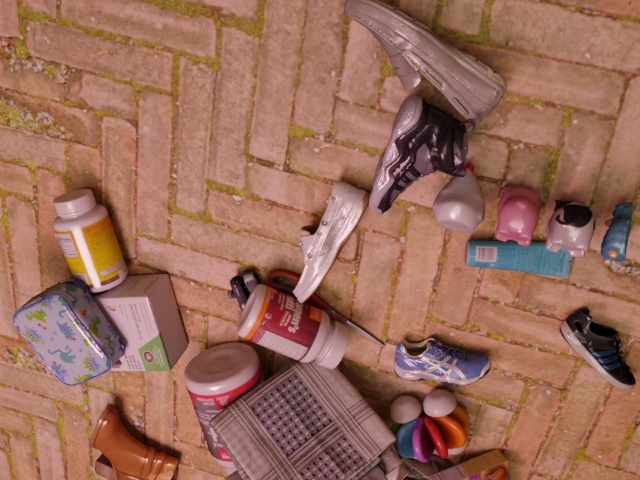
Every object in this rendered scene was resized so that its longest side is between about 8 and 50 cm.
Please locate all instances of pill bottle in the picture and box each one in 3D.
[{"bbox_3d":[-0.513,0.000,1.456,0.117,0.117,0.215,-5,114,16],"label":"pill bottle"},{"bbox_3d":[-0.056,0.188,1.410,0.221,0.121,0.121,24,119,-12],"label":"pill bottle"},{"bbox_3d":[-0.194,0.416,1.548,0.176,0.176,0.318,-7,113,16],"label":"pill bottle"}]

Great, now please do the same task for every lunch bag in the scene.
[{"bbox_3d":[-0.553,0.205,1.447,0.176,0.090,0.219,-26,106,22],"label":"lunch bag"}]

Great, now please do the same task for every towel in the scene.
[{"bbox_3d":[-0.025,0.424,1.393,0.324,0.312,0.056,51,152,20],"label":"towel"}]

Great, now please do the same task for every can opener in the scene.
[{"bbox_3d":[-0.156,0.156,1.480,0.073,0.059,0.186,-9,112,17],"label":"can opener"}]

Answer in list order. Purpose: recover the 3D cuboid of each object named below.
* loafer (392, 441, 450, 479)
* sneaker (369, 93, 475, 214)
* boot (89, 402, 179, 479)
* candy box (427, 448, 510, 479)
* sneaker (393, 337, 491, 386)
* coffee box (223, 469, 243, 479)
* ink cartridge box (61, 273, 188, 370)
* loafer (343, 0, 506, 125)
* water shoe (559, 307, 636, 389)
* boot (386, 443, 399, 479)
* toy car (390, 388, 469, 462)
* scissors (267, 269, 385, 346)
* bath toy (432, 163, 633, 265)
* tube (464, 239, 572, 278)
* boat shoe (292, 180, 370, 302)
[{"bbox_3d":[0.184,0.541,1.569,0.251,0.087,0.094,10,117,8],"label":"loafer"},{"bbox_3d":[0.186,-0.133,1.218,0.153,0.101,0.268,17,135,-1],"label":"sneaker"},{"bbox_3d":[-0.480,0.557,1.722,0.220,0.109,0.283,16,120,7],"label":"boot"},{"bbox_3d":[0.344,0.566,1.515,0.187,0.053,0.109,-17,114,-12],"label":"candy box"},{"bbox_3d":[0.260,0.259,1.419,0.211,0.080,0.081,-1,118,13],"label":"sneaker"},{"bbox_3d":[-0.065,0.560,1.514,0.119,0.297,0.168,23,124,41],"label":"coffee box"},{"bbox_3d":[-0.478,0.195,1.542,0.278,0.117,0.201,-4,114,16],"label":"ink cartridge box"},{"bbox_3d":[0.170,-0.314,1.145,0.319,0.112,0.111,32,110,-4],"label":"loafer"},{"bbox_3d":[0.579,0.222,1.330,0.203,0.073,0.080,39,115,-8],"label":"water shoe"},{"bbox_3d":[0.138,0.485,1.500,0.069,0.190,0.086,-19,128,-1],"label":"boot"},{"bbox_3d":[0.243,0.434,1.476,0.182,0.136,0.159,-16,111,20],"label":"toy car"},{"bbox_3d":[0.017,0.151,1.458,0.297,0.021,0.109,20,118,4],"label":"scissors"},{"bbox_3d":[0.386,-0.052,1.215,0.348,0.151,0.129,13,80,10],"label":"bath toy"},{"bbox_3d":[0.392,0.032,1.299,0.207,0.052,0.080,5,121,5],"label":"tube"},{"bbox_3d":[0.000,0.000,1.351,0.096,0.098,0.277,29,109,-1],"label":"boat shoe"}]
